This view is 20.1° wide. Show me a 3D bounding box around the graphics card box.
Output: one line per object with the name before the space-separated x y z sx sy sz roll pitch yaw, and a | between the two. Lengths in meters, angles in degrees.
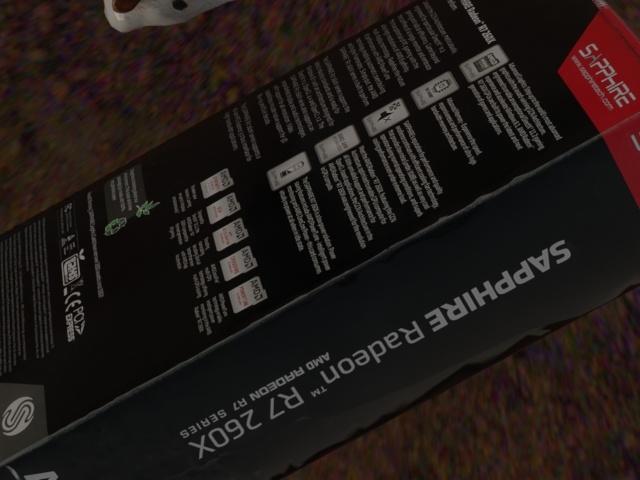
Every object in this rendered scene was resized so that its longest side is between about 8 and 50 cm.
graphics card box | 0.000 0.000 0.926 0.371 0.233 0.094 -29 120 4

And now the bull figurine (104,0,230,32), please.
bull figurine | -0.142 -0.253 0.959 0.310 0.101 0.188 38 101 12
